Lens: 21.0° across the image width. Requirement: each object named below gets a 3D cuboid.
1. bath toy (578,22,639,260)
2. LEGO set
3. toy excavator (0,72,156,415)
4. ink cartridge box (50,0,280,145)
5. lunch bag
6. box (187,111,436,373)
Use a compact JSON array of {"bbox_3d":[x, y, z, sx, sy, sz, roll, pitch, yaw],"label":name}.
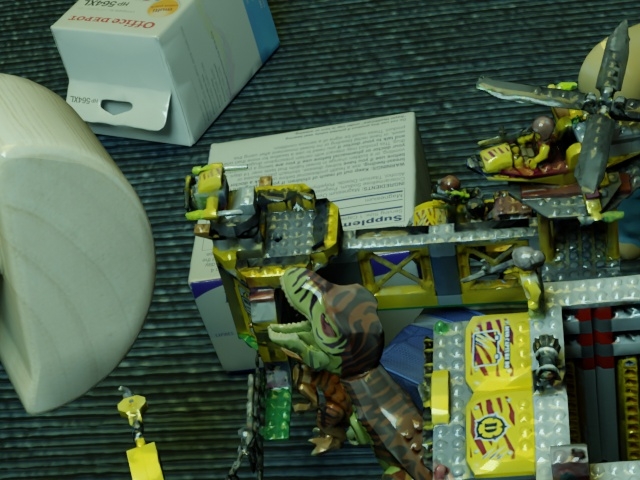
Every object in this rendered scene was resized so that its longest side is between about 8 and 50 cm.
[{"bbox_3d":[0.257,0.011,0.778,0.129,0.151,0.348,-41,47,-4],"label":"bath toy"},{"bbox_3d":[0.038,0.046,0.702,0.255,0.192,0.331,2,47,14],"label":"LEGO set"},{"bbox_3d":[-0.317,0.126,0.685,0.433,0.445,0.222,9,24,-31],"label":"toy excavator"},{"bbox_3d":[-0.109,-0.135,1.184,0.092,0.090,0.143,8,42,29],"label":"ink cartridge box"},{"bbox_3d":[0.074,0.073,0.857,0.098,0.067,0.065,22,53,40],"label":"lunch bag"},{"bbox_3d":[0.000,0.000,0.979,0.126,0.072,0.137,-9,36,10],"label":"box"}]
